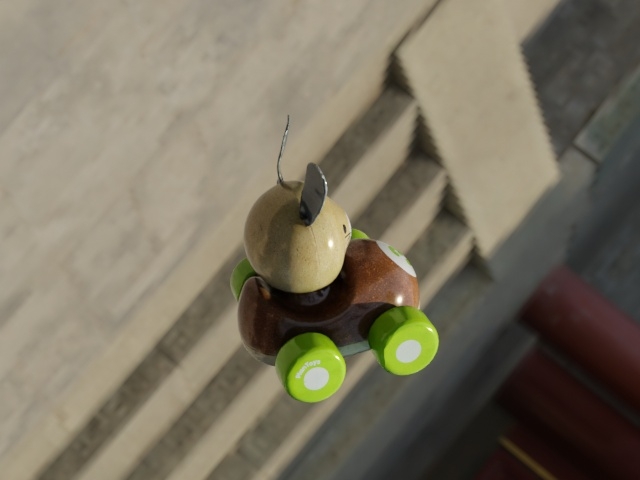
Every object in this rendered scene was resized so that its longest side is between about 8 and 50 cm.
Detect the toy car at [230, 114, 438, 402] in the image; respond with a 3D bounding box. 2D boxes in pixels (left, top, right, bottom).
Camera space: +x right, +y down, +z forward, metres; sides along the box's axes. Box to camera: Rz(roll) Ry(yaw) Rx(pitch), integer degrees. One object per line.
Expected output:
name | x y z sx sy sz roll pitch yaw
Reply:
toy car | 0.000 0.000 1.359 0.149 0.155 0.188 -16 124 -13
